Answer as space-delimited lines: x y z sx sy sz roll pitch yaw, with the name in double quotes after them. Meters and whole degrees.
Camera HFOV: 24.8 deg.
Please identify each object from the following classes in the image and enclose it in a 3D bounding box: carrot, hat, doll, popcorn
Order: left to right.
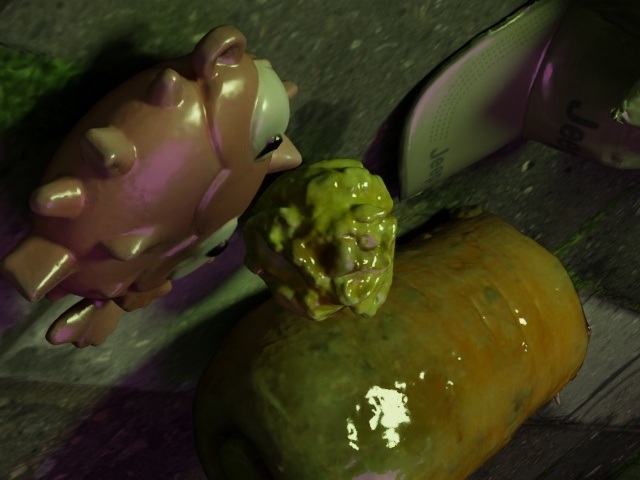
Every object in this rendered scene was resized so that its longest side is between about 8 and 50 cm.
-0.101 -0.027 0.865 0.211 0.093 0.262 -19 149 -51 "doll"
0.000 0.000 1.047 0.106 0.116 0.121 -1 141 -29 "popcorn"
0.061 0.117 1.226 0.340 0.224 0.224 -28 156 -33 "carrot"
0.188 -0.086 1.153 0.244 0.149 0.214 -44 159 -13 "hat"

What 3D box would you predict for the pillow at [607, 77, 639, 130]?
0.322 -0.156 1.062 0.148 0.050 0.230 21 112 -47 "pillow"
